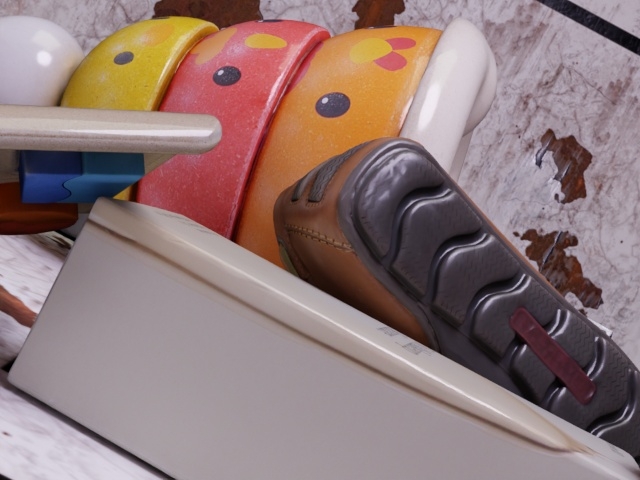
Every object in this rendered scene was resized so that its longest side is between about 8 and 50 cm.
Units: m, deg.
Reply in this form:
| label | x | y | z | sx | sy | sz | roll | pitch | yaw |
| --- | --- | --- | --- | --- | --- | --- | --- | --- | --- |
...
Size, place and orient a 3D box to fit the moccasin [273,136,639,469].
| label | x | y | z | sx | sy | sz | roll | pitch | yaw |
| --- | --- | --- | --- | --- | --- | --- | --- | --- | --- |
| moccasin | 0.109 | 0.103 | 0.836 | 0.380 | 0.139 | 0.147 | 43 | -27 | -15 |

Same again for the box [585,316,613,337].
| label | x | y | z | sx | sy | sz | roll | pitch | yaw |
| --- | --- | --- | --- | --- | --- | --- | --- | --- | --- |
| box | 0.161 | 0.125 | 1.104 | 0.114 | 0.207 | 0.036 | 28 | -42 | 23 |

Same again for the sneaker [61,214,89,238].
| label | x | y | z | sx | sy | sz | roll | pitch | yaw |
| --- | --- | --- | --- | --- | --- | --- | --- | --- | --- |
| sneaker | -0.178 | -0.022 | 1.335 | 0.321 | 0.125 | 0.180 | 39 | 1 | 14 |

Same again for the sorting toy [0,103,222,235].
| label | x | y | z | sx | sy | sz | roll | pitch | yaw |
| --- | --- | --- | --- | --- | --- | --- | --- | --- | --- |
| sorting toy | -0.230 | -0.031 | 0.624 | 0.307 | 0.041 | 0.229 | -1 | -7 | -30 |

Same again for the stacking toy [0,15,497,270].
| label | x | y | z | sx | sy | sz | roll | pitch | yaw |
| --- | --- | --- | --- | --- | --- | --- | --- | --- | --- |
| stacking toy | -0.113 | -0.083 | 1.106 | 0.479 | 0.351 | 0.350 | 18 | 1 | 6 |

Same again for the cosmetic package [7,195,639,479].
| label | x | y | z | sx | sy | sz | roll | pitch | yaw |
| --- | --- | --- | --- | --- | --- | --- | --- | --- | --- |
| cosmetic package | 0.009 | 0.098 | 0.676 | 0.309 | 0.113 | 0.160 | 27 | 2 | 8 |
